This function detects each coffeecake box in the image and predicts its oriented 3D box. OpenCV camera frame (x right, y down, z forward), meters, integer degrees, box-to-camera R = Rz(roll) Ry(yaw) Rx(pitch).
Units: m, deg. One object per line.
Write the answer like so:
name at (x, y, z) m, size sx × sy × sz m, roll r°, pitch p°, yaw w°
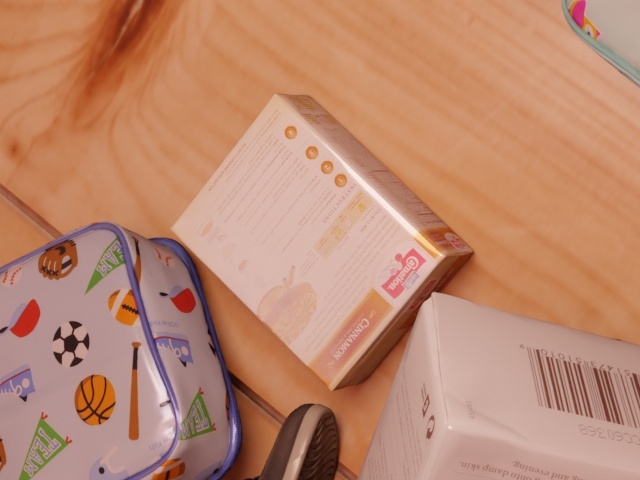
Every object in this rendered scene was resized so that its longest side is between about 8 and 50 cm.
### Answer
coffeecake box at (0.000, 0.000, 1.479) m, size 0.185 × 0.068 × 0.142 m, roll 45°, pitch 109°, yaw 16°

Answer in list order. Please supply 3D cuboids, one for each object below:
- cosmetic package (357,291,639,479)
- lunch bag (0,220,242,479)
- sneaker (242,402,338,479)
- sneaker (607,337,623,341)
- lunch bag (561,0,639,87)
cosmetic package at (0.117, 0.251, 1.299) m, size 0.217 × 0.156 × 0.385 m, roll 14°, pitch 120°, yaw -11°
lunch bag at (-0.217, 0.141, 1.541) m, size 0.303 × 0.115 × 0.243 m, roll -30°, pitch 67°, yaw 24°
sneaker at (-0.071, 0.214, 1.516) m, size 0.118 × 0.083 × 0.222 m, roll 26°, pitch 104°, yaw 22°
sneaker at (0.115, 0.163, 1.422) m, size 0.286 × 0.109 × 0.130 m, roll -46°, pitch 65°, yaw 16°
lunch bag at (0.306, -0.206, 1.268) m, size 0.279 × 0.108 × 0.224 m, roll -56°, pitch 48°, yaw 17°
